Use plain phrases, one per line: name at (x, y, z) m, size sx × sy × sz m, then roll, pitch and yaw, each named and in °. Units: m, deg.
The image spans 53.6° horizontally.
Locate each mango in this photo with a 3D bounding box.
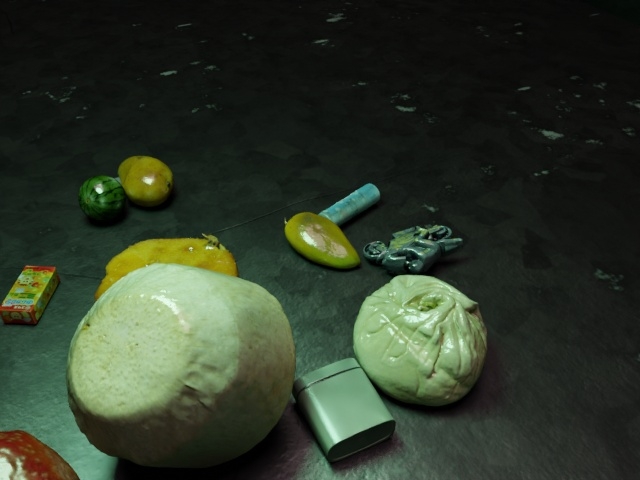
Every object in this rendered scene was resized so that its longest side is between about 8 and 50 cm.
mango at (-0.394, -0.139, 1.434) m, size 0.115 × 0.089 × 0.165 m, roll -21°, pitch 40°, yaw -11°
mango at (0.000, 0.000, 1.285) m, size 0.188 × 0.066 × 0.101 m, roll 36°, pitch 51°, yaw 25°

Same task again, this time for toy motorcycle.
toy motorcycle at (0.187, 0.022, 1.256) m, size 0.194 × 0.061 × 0.124 m, roll -14°, pitch 35°, yaw -8°

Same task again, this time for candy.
candy at (-0.536, 0.099, 1.172) m, size 0.062 × 0.038 × 0.121 m, roll 2°, pitch 39°, yaw 3°

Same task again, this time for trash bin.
trash bin at (0.034, 0.256, 0.969) m, size 0.116 × 0.059 × 0.130 m, roll -18°, pitch 43°, yaw -18°

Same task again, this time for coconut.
coconut at (-0.183, 0.175, 0.905) m, size 0.329 × 0.328 × 0.328 m, roll 0°, pitch 39°, yaw 0°

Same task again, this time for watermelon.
watermelon at (-0.465, -0.093, 1.364) m, size 0.109 × 0.108 × 0.109 m, roll 0°, pitch 39°, yaw 0°

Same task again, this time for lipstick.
lipstick at (0.062, -0.072, 1.382) m, size 0.048 × 0.048 × 0.158 m, roll 32°, pitch 49°, yaw 33°

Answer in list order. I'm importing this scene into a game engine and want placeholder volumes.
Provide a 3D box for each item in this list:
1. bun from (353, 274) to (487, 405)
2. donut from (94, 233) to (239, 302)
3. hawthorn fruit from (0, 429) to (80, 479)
bun at (0.167, 0.149, 1.039) m, size 0.230 × 0.145 × 0.229 m, roll 3°, pitch 40°, yaw -2°
donut at (-0.268, 0.088, 1.129) m, size 0.254 × 0.118 × 0.253 m, roll 2°, pitch 40°, yaw -2°
hawthorn fruit at (-0.378, 0.345, 0.755) m, size 0.253 × 0.205 × 0.205 m, roll 28°, pitch 46°, yaw 20°
